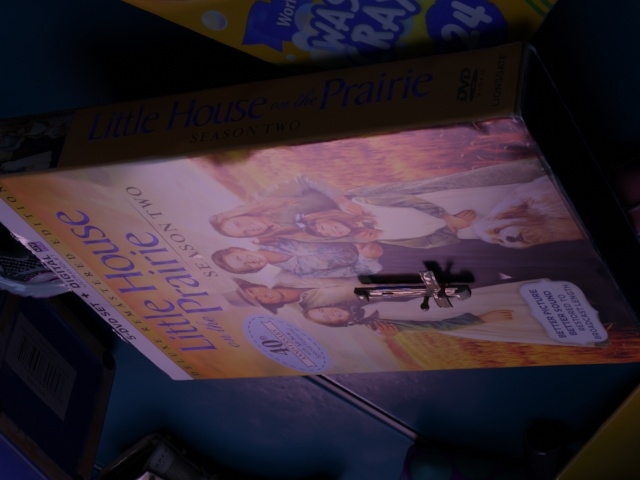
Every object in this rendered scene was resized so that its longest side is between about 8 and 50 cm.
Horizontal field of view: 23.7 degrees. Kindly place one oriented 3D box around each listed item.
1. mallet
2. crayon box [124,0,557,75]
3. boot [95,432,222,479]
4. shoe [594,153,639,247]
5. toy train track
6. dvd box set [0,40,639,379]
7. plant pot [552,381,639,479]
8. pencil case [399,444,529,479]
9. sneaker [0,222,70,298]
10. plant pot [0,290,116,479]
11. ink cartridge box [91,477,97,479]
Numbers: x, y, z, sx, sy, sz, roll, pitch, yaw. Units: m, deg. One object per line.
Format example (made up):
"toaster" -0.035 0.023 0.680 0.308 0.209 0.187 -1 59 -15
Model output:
"mallet" 0.274 0.201 1.355 0.190 0.039 0.062 6 139 7
"crayon box" -0.013 -0.205 0.930 0.323 0.083 0.203 22 141 -7
"boot" -0.105 0.254 1.522 0.213 0.077 0.165 -24 120 33
"shoe" 0.194 -0.032 1.077 0.081 0.063 0.178 28 145 -23
"toy train track" 0.062 0.039 1.050 0.083 0.014 0.048 -2 146 24
"dvd box set" 0.000 0.000 1.084 0.420 0.062 0.307 -5 145 27
"plant pot" 0.337 0.242 1.236 0.187 0.212 0.212 14 132 -21
"pencil case" 0.147 0.237 1.413 0.152 0.070 0.064 12 141 7
"sneaker" -0.203 0.005 1.271 0.178 0.072 0.077 12 138 -13
"plant pot" -0.322 0.142 1.347 0.212 0.236 0.236 -15 133 24
"ink cartridge box" -0.270 0.320 1.638 0.046 0.097 0.207 36 137 -24
